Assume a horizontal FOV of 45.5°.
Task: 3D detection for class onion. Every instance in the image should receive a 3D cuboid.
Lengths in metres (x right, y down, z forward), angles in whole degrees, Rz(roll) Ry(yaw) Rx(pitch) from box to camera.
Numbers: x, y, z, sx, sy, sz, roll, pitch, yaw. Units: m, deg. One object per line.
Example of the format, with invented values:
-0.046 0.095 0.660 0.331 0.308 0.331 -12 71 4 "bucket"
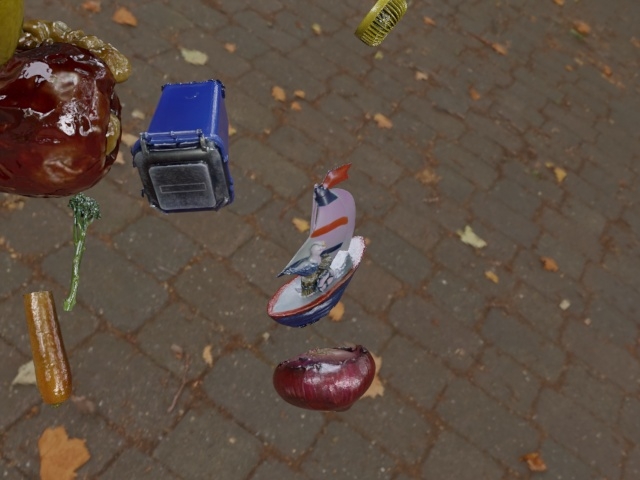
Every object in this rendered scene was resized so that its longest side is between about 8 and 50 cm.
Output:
0.012 0.326 1.808 0.248 0.248 0.161 3 70 -33 "onion"

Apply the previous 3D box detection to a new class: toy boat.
0.014 0.003 1.234 0.072 0.318 0.219 34 30 27 "toy boat"

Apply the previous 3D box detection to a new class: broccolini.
-0.382 0.013 1.193 0.054 0.052 0.194 11 72 -14 "broccolini"

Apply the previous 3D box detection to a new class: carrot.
-0.518 0.208 1.452 0.067 0.067 0.225 -12 90 -43 "carrot"

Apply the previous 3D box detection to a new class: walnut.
-0.393 -0.180 1.014 0.269 0.243 0.222 4 -1 1 "walnut"

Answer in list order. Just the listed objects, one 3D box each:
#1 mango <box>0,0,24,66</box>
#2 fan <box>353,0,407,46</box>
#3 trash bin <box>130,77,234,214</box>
-0.476 -0.301 0.682 0.445 0.301 0.220 37 23 -11 "mango"
0.088 -0.316 1.097 0.039 0.082 0.155 38 12 -5 "fan"
-0.235 -0.181 1.363 0.163 0.184 0.234 -3 46 3 "trash bin"
